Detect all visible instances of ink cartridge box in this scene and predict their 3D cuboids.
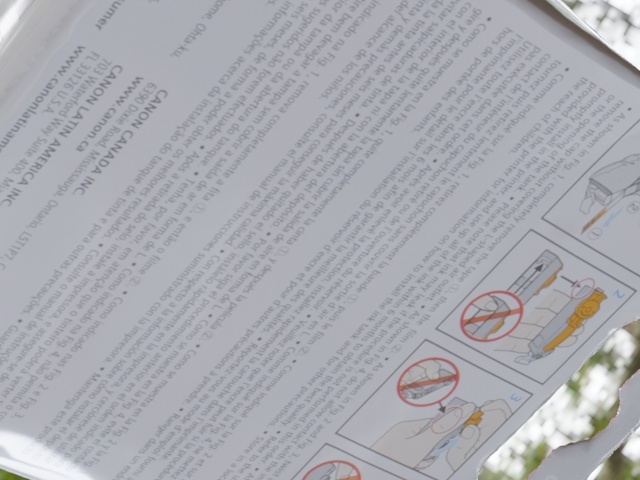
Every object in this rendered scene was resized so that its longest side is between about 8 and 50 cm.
[{"bbox_3d":[0.000,0.000,0.501,0.225,0.181,0.056,26,-154,-37],"label":"ink cartridge box"}]
